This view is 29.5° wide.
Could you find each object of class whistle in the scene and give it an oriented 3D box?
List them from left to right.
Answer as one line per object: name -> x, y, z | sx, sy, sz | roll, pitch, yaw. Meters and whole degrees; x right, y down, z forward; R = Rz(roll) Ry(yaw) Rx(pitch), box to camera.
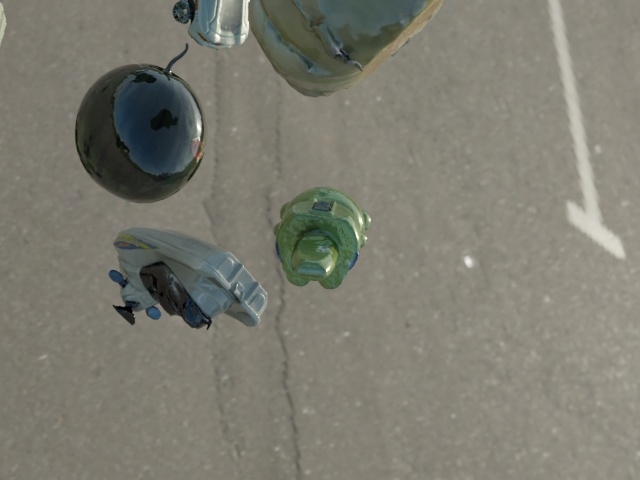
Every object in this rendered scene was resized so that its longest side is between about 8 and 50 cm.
whistle -> 0.000, 0.000, 1.306 | 0.227, 0.105, 0.085 | -78, 174, -71

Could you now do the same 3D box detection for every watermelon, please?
watermelon -> -0.135, -0.095, 0.954 | 0.105, 0.105, 0.133 | 16, 101, -51

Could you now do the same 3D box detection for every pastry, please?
pastry -> 0.028, -0.160, 0.761 | 0.088, 0.166, 0.166 | 48, 33, 0

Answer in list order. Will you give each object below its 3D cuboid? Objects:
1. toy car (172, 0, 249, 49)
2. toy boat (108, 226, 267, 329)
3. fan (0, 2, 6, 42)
toy car -> -0.117, -0.314, 1.344 | 0.095, 0.056, 0.204 | -6, 97, -55
toy boat -> -0.198, 0.058, 1.647 | 0.141, 0.269, 0.140 | -3, 94, -48
fan -> -0.379, -0.113, 1.321 | 0.233, 0.012, 0.414 | 90, -1, -47
